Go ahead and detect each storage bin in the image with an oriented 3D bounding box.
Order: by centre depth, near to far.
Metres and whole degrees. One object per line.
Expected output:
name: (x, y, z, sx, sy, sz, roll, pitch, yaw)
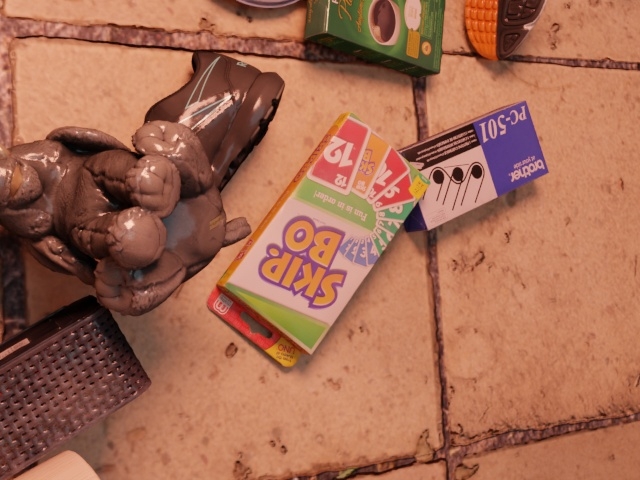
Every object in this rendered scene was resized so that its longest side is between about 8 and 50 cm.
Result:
storage bin: (-0.251, 0.130, 0.887, 0.180, 0.122, 0.084, -32, 102, -16)

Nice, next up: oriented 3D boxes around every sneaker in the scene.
sneaker: (-0.140, -0.073, 1.024, 0.106, 0.101, 0.267, 30, 70, -2)
sneaker: (0.256, -0.348, 1.277, 0.121, 0.099, 0.262, 4, 102, -68)

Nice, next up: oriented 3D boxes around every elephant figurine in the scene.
elephant figurine: (-0.214, -0.038, 0.883, 0.186, 0.240, 0.169, 78, 31, -42)

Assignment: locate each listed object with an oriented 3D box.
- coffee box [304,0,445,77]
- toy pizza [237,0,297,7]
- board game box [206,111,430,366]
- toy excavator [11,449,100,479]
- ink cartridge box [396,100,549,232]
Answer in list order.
coffee box: (0.065, -0.260, 1.164, 0.184, 0.040, 0.113, 9, 83, -40)
toy pizza: (-0.073, -0.349, 1.110, 0.201, 0.032, 0.201, 2, 87, -34)
board game box: (0.000, 0.000, 1.099, 0.124, 0.039, 0.259, 40, 78, -17)
toy excavator: (-0.106, 0.436, 0.853, 0.222, 0.433, 0.445, -27, 138, -30)
ink cartridge box: (0.176, -0.091, 1.229, 0.207, 0.046, 0.097, -25, 99, -31)
